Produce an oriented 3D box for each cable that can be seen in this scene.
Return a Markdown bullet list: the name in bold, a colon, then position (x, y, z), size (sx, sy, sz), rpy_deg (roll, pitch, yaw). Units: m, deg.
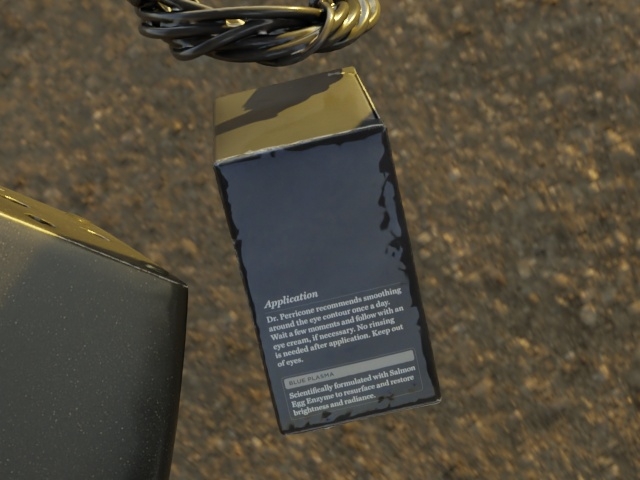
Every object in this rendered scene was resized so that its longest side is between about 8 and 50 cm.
- **cable**: position (-0.040, -0.141, 0.821), size (0.184, 0.151, 0.047), rpy_deg (42, 127, 48)

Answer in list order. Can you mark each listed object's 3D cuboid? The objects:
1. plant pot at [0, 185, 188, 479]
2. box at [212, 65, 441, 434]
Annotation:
- **plant pot**: position (-0.160, 0.058, 0.579), size (0.187, 0.188, 0.167), rpy_deg (26, 91, 59)
- **box**: position (0.000, 0.000, 0.780), size (0.093, 0.158, 0.156), rpy_deg (-13, 18, -1)
